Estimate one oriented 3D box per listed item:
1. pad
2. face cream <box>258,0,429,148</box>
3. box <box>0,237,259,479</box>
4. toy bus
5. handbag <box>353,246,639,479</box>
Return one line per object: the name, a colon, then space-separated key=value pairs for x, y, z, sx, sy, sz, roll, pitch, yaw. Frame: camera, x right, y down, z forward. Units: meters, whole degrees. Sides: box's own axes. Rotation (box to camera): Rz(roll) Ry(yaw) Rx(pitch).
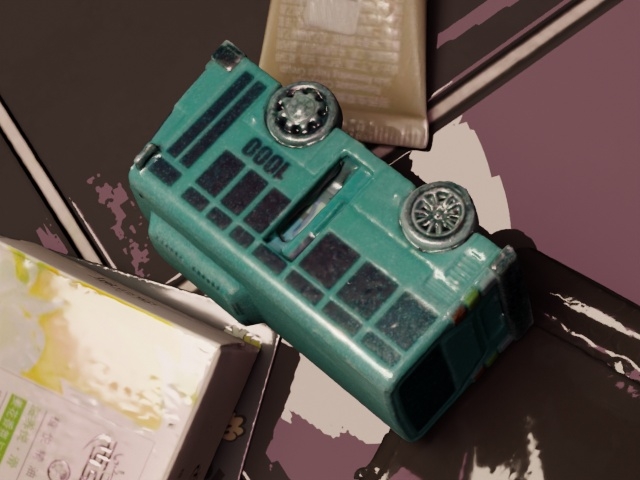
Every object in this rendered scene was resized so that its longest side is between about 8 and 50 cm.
pad: x=-0.161 y=0.102 z=1.403 sx=0.245 sy=0.006 sz=0.170 roll=16 pitch=88 yaw=14
face cream: x=0.028 y=-0.241 z=1.358 sx=0.137 sy=0.084 sz=0.341 roll=7 pitch=95 yaw=16
box: x=-0.187 y=0.151 z=1.347 sx=0.194 sy=0.111 sz=0.260 roll=23 pitch=89 yaw=14
toy bus: x=0.000 y=0.000 z=1.243 sx=0.256 sy=0.128 sz=0.147 roll=38 pitch=77 yaw=24
handbag: x=0.171 y=0.150 z=1.256 sx=0.247 sy=0.080 sz=0.223 roll=30 pitch=79 yaw=21
